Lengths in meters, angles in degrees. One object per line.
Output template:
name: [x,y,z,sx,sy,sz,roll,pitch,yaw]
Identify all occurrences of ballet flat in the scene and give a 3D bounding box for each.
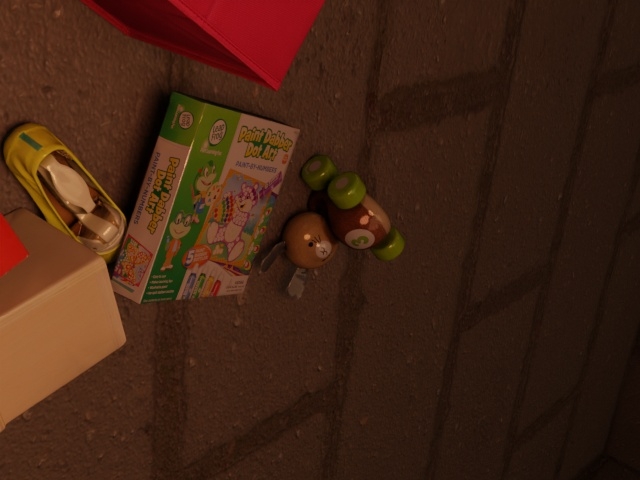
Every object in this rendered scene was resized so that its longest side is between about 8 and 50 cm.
ballet flat: [-0.266,-0.036,0.969,0.077,0.077,0.231,-51,143,-20]

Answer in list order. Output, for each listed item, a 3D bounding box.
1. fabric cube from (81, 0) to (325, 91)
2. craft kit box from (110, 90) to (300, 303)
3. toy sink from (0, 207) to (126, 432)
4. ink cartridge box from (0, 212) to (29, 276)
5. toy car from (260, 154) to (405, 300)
fabric cube: [-0.127,-0.333,0.814,0.259,0.254,0.258,32,85,-55]
craft kit box: [-0.137,-0.047,1.103,0.250,0.061,0.246,-1,110,-66]
toy sink: [-0.344,0.095,0.888,0.234,0.153,0.131,-36,136,-35]
ink cartridge box: [-0.395,-0.027,0.717,0.239,0.060,0.275,-44,115,-34]
toy car: [0.000,0.000,1.290,0.188,0.149,0.155,-45,129,-6]
